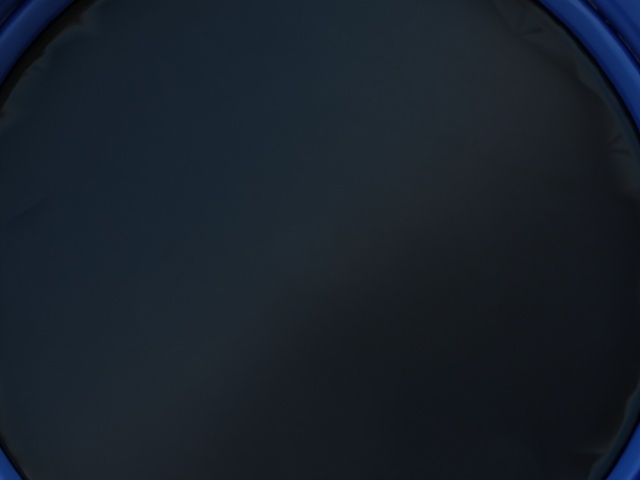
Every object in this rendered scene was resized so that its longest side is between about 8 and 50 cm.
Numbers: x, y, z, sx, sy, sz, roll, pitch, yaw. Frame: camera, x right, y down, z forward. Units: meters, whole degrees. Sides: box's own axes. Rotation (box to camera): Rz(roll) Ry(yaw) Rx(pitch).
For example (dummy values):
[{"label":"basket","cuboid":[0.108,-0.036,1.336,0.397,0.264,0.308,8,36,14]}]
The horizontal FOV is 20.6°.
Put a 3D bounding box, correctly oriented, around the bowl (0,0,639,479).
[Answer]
[{"label":"bowl","cuboid":[0.000,0.000,0.771,0.391,0.391,0.077,-43,-6,-12]}]
